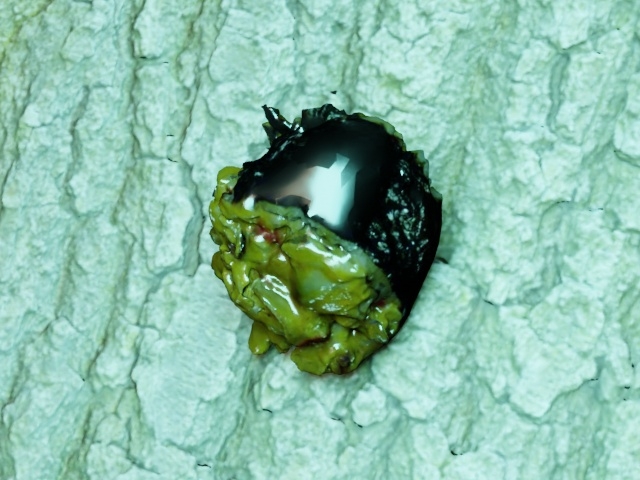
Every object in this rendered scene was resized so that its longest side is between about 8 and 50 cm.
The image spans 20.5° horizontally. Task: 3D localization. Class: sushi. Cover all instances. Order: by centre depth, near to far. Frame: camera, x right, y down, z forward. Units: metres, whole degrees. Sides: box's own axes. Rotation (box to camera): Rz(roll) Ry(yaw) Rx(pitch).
[{"bbox_3d":[-0.005,-0.001,1.649,0.200,0.213,0.204,12,63,43],"label":"sushi"}]
